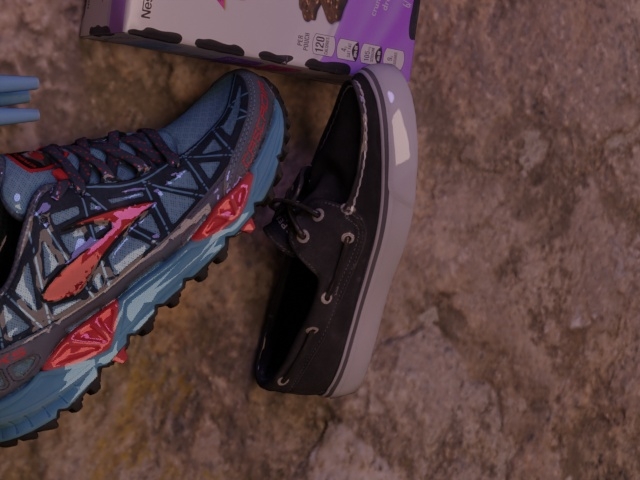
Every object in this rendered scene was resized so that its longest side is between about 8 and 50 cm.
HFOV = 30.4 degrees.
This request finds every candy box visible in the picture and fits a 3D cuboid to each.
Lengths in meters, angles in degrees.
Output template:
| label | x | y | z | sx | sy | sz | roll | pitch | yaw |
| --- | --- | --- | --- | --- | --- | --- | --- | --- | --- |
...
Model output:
| label | x | y | z | sx | sy | sz | roll | pitch | yaw |
| --- | --- | --- | --- | --- | --- | --- | --- | --- | --- |
| candy box | -0.033 | -0.187 | 0.706 | 0.196 | 0.070 | 0.164 | 5 | 94 | -32 |

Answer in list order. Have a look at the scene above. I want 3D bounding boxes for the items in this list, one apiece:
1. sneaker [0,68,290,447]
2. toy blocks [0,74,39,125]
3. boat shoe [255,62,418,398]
| label | x | y | z | sx | sy | sz | roll | pitch | yaw |
| --- | --- | --- | --- | --- | --- | --- | --- | --- | --- |
| sneaker | -0.124 | -0.015 | 0.654 | 0.262 | 0.104 | 0.125 | -50 | 116 | -17 |
| toy blocks | -0.222 | -0.106 | 0.609 | 0.148 | 0.054 | 0.123 | -7 | 98 | -33 |
| boat shoe | 0.000 | 0.000 | 0.728 | 0.076 | 0.080 | 0.228 | -2 | 123 | -23 |
